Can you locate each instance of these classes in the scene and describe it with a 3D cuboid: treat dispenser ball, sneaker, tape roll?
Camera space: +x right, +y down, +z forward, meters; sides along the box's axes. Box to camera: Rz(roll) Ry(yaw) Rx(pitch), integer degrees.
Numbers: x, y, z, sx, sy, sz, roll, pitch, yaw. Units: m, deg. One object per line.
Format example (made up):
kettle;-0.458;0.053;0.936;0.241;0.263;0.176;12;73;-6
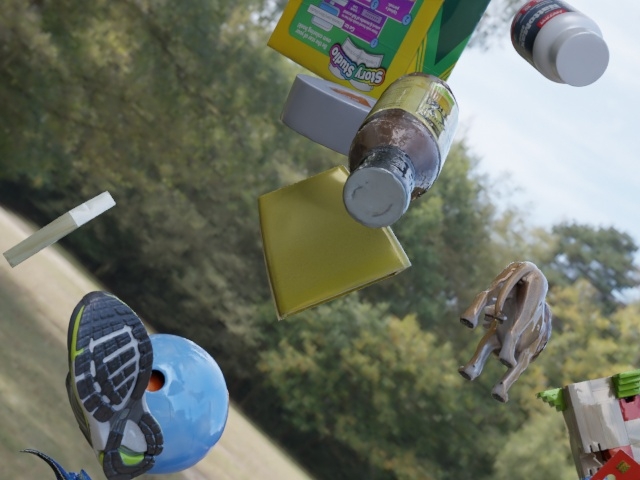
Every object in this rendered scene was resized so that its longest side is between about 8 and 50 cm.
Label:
treat dispenser ball;-0.331;0.336;2.254;0.288;0.288;0.288;41;-7;6
sneaker;-0.282;0.178;1.397;0.121;0.111;0.300;37;-40;36
tape roll;0.053;-0.173;1.621;0.219;0.072;0.219;22;14;-5

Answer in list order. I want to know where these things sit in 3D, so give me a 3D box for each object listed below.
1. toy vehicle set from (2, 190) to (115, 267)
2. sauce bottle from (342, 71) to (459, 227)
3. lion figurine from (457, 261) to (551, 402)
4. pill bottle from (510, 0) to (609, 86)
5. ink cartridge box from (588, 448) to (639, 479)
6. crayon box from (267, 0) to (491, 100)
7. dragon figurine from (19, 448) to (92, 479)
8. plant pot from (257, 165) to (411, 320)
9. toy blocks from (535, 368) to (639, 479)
toy vehicle set;-0.535;-0.027;2.269;0.035;0.166;0.267;58;10;-7
sauce bottle;0.094;-0.107;1.293;0.111;0.111;0.344;43;27;-7
lion figurine;0.348;0.133;1.954;0.142;0.240;0.392;32;-22;13
pill bottle;0.358;-0.293;1.630;0.108;0.108;0.180;45;11;-24
ink cartridge box;0.468;0.419;1.623;0.179;0.145;0.045;40;28;9
crayon box;0.105;-0.402;1.890;0.106;0.313;0.363;18;14;-43
dragon figurine;-0.496;0.521;2.226;0.289;0.085;0.144;56;-22;3
plant pot;0.000;0.000;1.736;0.212;0.212;0.187;112;-43;-83
toy blocks;0.673;0.406;2.290;0.191;0.381;0.261;99;-20;-75
